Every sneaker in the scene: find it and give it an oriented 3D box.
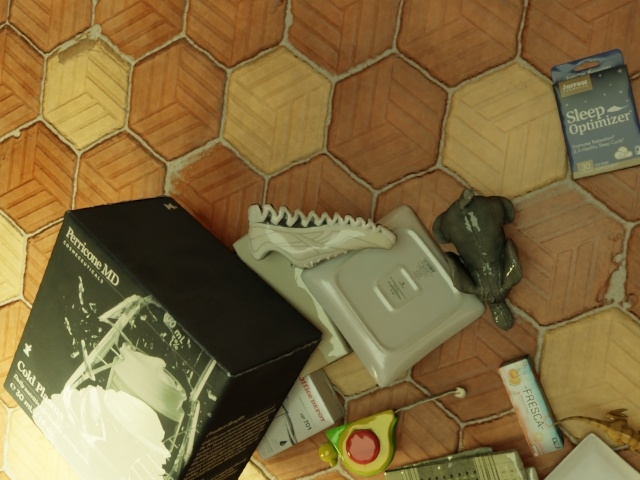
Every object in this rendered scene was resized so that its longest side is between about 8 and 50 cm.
[{"bbox_3d":[0.000,0.000,1.513,0.292,0.110,0.118,6,87,7],"label":"sneaker"}]

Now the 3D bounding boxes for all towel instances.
[{"bbox_3d":[0.305,0.576,1.548,0.312,0.056,0.324,-20,86,32],"label":"towel"}]

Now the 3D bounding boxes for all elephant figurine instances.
[{"bbox_3d":[0.314,0.043,1.471,0.169,0.185,0.240,-33,64,52],"label":"elephant figurine"}]

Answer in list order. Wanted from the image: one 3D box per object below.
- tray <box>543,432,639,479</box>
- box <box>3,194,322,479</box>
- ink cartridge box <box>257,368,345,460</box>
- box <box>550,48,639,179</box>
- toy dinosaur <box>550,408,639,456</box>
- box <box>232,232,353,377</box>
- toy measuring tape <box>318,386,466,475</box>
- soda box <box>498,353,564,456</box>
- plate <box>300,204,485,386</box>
[{"bbox_3d":[0.487,0.509,1.506,0.145,0.030,0.270,42,104,15],"label":"tray"},{"bbox_3d":[-0.330,0.244,1.574,0.480,0.297,0.472,40,117,22],"label":"box"},{"bbox_3d":[-0.065,0.360,1.674,0.190,0.082,0.140,-32,81,19],"label":"ink cartridge box"},{"bbox_3d":[0.520,-0.238,1.471,0.136,0.036,0.225,-13,86,20],"label":"box"},{"bbox_3d":[0.540,0.346,1.438,0.211,0.112,0.064,23,100,18],"label":"toy dinosaur"},{"bbox_3d":[-0.040,0.111,1.624,0.121,0.148,0.311,-31,80,18],"label":"box"},{"bbox_3d":[0.153,0.398,1.587,0.330,0.121,0.122,-21,84,10],"label":"toy measuring tape"},{"bbox_3d":[0.407,0.317,1.514,0.062,0.058,0.183,-23,85,19],"label":"soda box"},{"bbox_3d":[0.148,0.097,1.536,0.278,0.045,0.277,-33,78,-16],"label":"plate"}]
